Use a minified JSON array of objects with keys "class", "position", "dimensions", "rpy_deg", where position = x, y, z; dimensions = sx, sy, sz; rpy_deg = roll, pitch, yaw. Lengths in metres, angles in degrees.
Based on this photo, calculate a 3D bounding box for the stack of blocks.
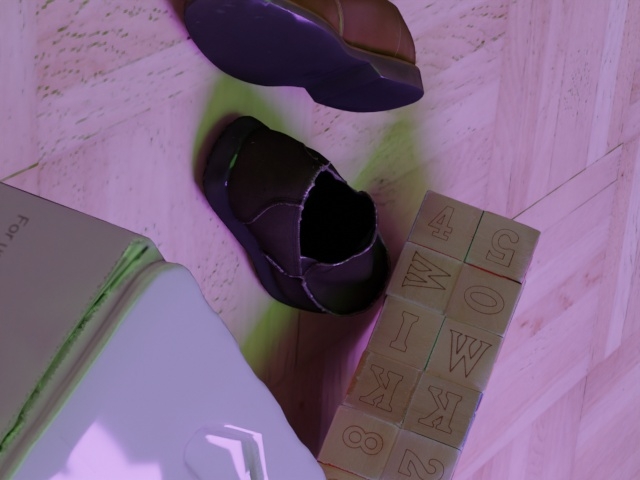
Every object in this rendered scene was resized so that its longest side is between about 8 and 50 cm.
[{"class":"stack of blocks","position":[0.057,0.137,1.215],"dimensions":[0.171,0.087,0.297],"rpy_deg":[96,16,-66]}]

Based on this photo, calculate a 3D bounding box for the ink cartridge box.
[{"class":"ink cartridge box","position":[-0.170,0.056,0.634],"dimensions":[0.131,0.306,0.226],"rpy_deg":[-57,148,-19]}]

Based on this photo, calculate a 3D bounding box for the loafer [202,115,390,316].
[{"class":"loafer","position":[0.000,0.000,1.108],"dimensions":[0.080,0.078,0.220],"rpy_deg":[-63,150,-9]}]

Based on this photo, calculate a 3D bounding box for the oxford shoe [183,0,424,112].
[{"class":"oxford shoe","position":[-0.013,-0.133,1.033],"dimensions":[0.212,0.076,0.076],"rpy_deg":[15,66,-58]}]
